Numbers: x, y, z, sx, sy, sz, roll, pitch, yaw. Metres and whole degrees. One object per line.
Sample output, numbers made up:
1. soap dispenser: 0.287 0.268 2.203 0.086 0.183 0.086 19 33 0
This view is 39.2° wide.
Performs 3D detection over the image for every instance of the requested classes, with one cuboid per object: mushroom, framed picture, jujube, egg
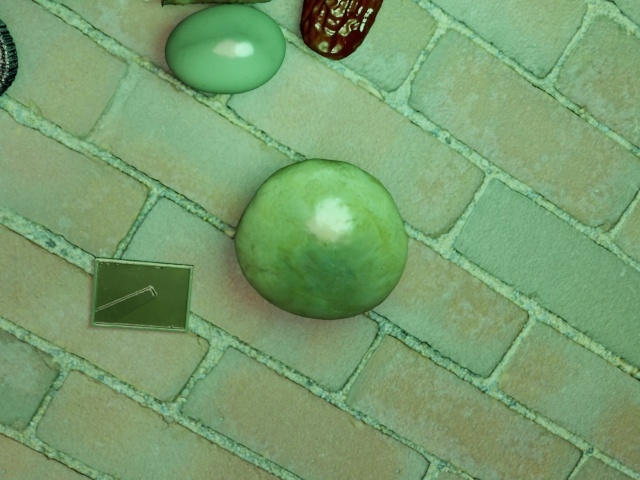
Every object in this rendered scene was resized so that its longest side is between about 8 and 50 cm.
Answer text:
1. mushroom: 0.000 0.000 1.765 0.352 0.260 0.352 0 128 -1
2. framed picture: -0.371 0.114 1.870 0.203 0.015 0.150 4 102 -8
3. jujube: 0.041 -0.466 1.727 0.155 0.155 0.230 20 109 -10
4. egg: -0.180 -0.362 1.709 0.230 0.168 0.168 -6 103 -3

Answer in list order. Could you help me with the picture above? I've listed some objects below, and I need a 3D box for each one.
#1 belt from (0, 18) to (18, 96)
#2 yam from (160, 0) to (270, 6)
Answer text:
1. belt: -0.734 -0.358 1.673 0.324 0.122 0.260 14 105 -10
2. yam: -0.191 -0.512 1.701 0.238 0.129 0.128 -1 67 -7
